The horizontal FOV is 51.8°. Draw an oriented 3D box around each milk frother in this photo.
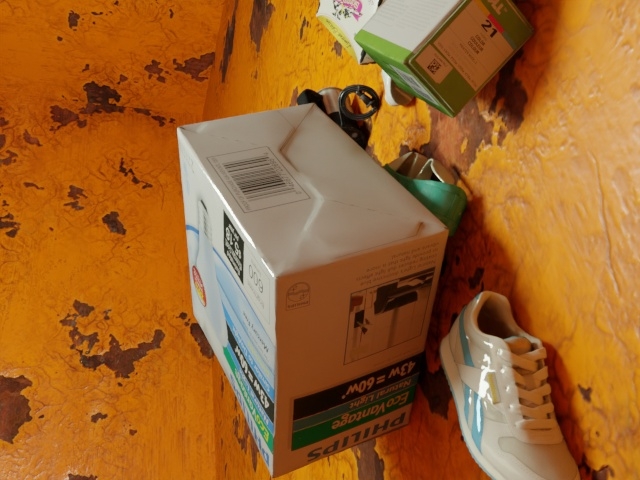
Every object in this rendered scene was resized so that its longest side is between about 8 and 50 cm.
[{"bbox_3d":[0.043,-0.239,1.200,0.143,0.129,0.135,-30,45,16],"label":"milk frother"}]

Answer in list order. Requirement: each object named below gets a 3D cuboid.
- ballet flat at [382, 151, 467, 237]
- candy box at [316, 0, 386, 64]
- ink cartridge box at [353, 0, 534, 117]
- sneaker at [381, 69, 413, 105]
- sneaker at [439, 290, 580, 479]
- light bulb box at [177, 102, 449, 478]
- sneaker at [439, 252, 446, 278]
[{"bbox_3d":[0.133,-0.074,0.906,0.087,0.083,0.247,-58,24,8],"label":"ballet flat"},{"bbox_3d":[0.081,-0.421,1.040,0.159,0.071,0.233,56,146,33],"label":"candy box"},{"bbox_3d":[0.180,-0.289,0.773,0.255,0.097,0.189,-46,28,9],"label":"ink cartridge box"},{"bbox_3d":[0.115,-0.282,1.017,0.061,0.053,0.152,-169,83,-75],"label":"sneaker"},{"bbox_3d":[0.187,0.150,0.653,0.229,0.087,0.092,-110,31,-48],"label":"sneaker"},{"bbox_3d":[-0.033,0.057,0.925,0.358,0.225,0.361,52,148,45],"label":"light bulb box"},{"bbox_3d":[0.122,0.049,0.932,0.089,0.051,0.170,-110,25,-42],"label":"sneaker"}]
